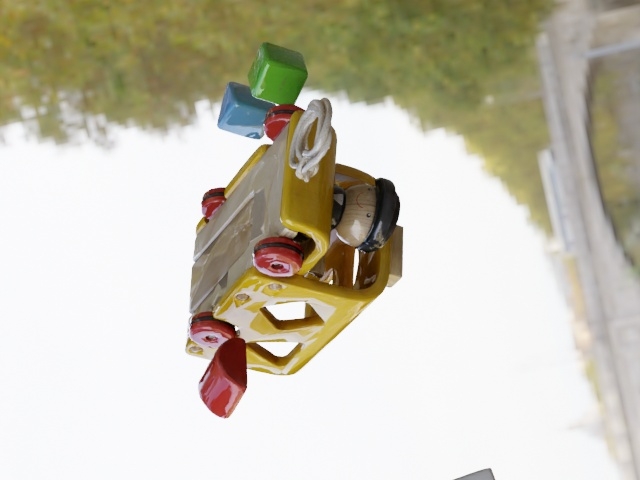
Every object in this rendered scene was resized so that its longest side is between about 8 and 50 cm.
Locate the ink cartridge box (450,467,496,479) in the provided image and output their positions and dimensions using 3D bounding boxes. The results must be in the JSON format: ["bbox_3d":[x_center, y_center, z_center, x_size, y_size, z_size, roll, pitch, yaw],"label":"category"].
[{"bbox_3d":[0.023,0.332,1.553,0.065,0.333,0.165,106,145,-75],"label":"ink cartridge box"}]

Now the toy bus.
[{"bbox_3d":[-0.005,0.000,1.020,0.202,0.104,0.191,-129,56,-66],"label":"toy bus"}]
